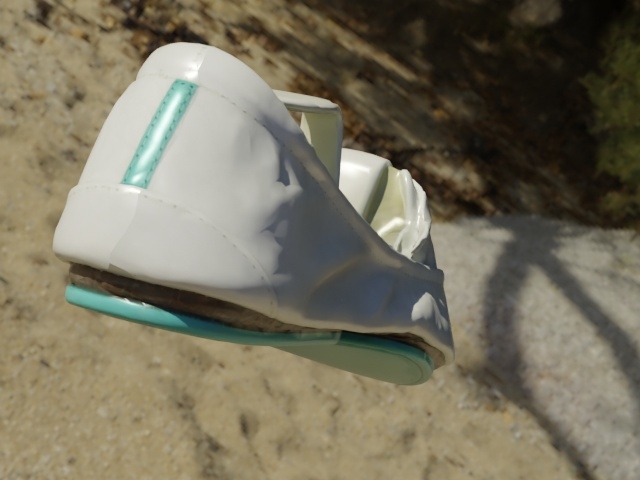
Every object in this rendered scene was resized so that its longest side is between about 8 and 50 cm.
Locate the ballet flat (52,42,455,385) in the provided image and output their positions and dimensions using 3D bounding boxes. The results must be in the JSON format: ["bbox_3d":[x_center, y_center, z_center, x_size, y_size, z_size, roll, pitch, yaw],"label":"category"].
[{"bbox_3d":[0.000,0.000,0.622,0.139,0.139,0.400,42,4,20],"label":"ballet flat"}]
